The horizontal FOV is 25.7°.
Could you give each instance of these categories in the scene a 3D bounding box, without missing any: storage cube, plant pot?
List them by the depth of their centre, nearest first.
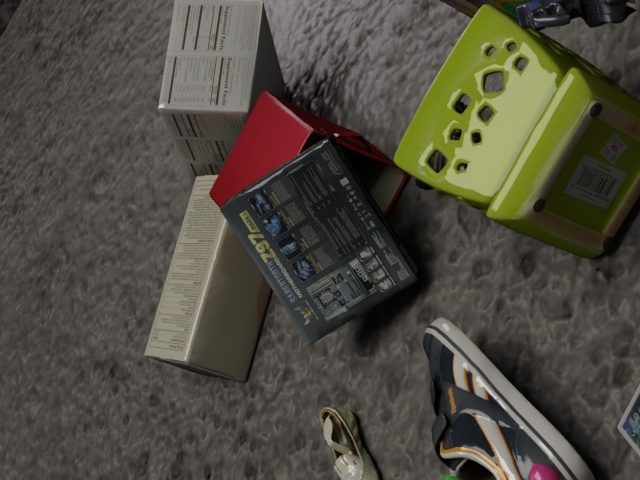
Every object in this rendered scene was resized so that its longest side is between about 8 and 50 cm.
[{"bbox_3d":[0.265,-0.114,1.665,0.207,0.228,0.227,41,106,47],"label":"plant pot"},{"bbox_3d":[-0.020,-0.084,2.079,0.215,0.183,0.193,-62,32,10],"label":"storage cube"}]

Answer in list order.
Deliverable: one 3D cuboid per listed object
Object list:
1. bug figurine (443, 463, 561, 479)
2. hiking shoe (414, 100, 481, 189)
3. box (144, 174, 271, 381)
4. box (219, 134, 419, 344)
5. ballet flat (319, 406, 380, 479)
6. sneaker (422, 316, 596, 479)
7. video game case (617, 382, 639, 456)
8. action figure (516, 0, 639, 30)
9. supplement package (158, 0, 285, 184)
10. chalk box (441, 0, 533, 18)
[{"bbox_3d":[0.226,0.338,1.495,0.279,0.216,0.072,-18,14,43],"label":"bug figurine"},{"bbox_3d":[0.182,-0.101,1.913,0.227,0.086,0.114,-106,35,-50],"label":"hiking shoe"},{"bbox_3d":[-0.161,0.058,2.252,0.148,0.121,0.311,3,74,55],"label":"box"},{"bbox_3d":[0.000,0.000,1.930,0.183,0.233,0.059,-32,6,12],"label":"box"},{"bbox_3d":[0.034,0.293,1.906,0.057,0.052,0.168,-51,37,23],"label":"ballet flat"},{"bbox_3d":[0.182,0.213,1.653,0.127,0.126,0.321,-40,37,-1],"label":"sneaker"},{"bbox_3d":[0.398,0.173,1.445,0.183,0.023,0.201,58,135,51],"label":"video game case"},{"bbox_3d":[0.403,-0.222,1.551,0.341,0.179,0.330,-15,42,6],"label":"action figure"},{"bbox_3d":[-0.152,-0.234,2.260,0.262,0.145,0.204,76,-162,-65],"label":"supplement package"},{"bbox_3d":[0.193,-0.405,1.931,0.132,0.213,0.132,14,84,56],"label":"chalk box"}]
